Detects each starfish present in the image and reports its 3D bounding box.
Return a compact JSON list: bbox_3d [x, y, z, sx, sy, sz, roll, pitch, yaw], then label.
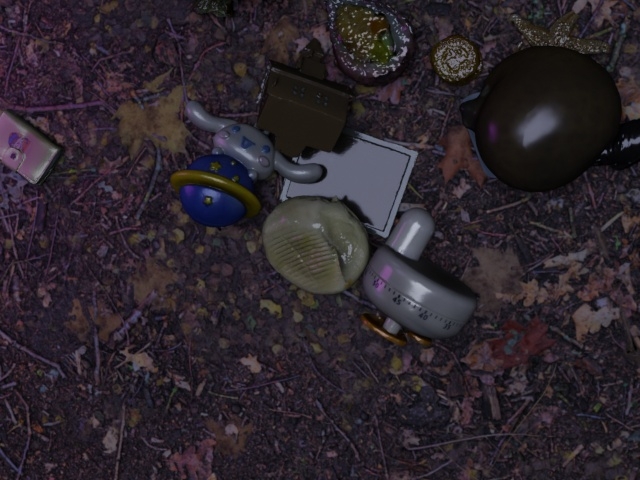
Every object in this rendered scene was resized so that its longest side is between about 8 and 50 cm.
[{"bbox_3d":[0.468,-0.393,1.880,0.209,0.053,0.150,34,94,8],"label":"starfish"}]

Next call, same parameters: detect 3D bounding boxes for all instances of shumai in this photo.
[{"bbox_3d":[-0.220,-0.498,1.992,0.080,0.083,0.082,36,131,-24],"label":"shumai"}]

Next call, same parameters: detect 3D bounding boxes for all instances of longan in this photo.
[{"bbox_3d":[0.415,-0.233,1.792,0.300,0.243,0.300,-7,48,8],"label":"longan"}]

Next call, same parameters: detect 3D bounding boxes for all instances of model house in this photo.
[{"bbox_3d":[-0.033,-0.313,1.928,0.180,0.176,0.248,19,55,-12],"label":"model house"}]

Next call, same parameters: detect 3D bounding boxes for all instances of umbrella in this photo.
[{"bbox_3d":[0.668,-0.214,1.847,0.357,0.106,0.113,-18,81,18],"label":"umbrella"}]

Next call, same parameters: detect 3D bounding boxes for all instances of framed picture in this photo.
[{"bbox_3d":[0.057,-0.134,1.984,0.252,0.014,0.197,20,97,8],"label":"framed picture"}]

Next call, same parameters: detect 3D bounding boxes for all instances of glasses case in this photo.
[{"bbox_3d":[0.339,-0.214,1.915,0.067,0.045,0.179,-21,89,9],"label":"glasses case"}]

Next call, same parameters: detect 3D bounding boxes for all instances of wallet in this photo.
[{"bbox_3d":[-0.658,-0.204,2.089,0.155,0.039,0.110,36,95,5],"label":"wallet"}]

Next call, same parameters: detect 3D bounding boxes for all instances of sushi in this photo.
[{"bbox_3d":[0.079,-0.409,1.916,0.241,0.107,0.161,30,96,13],"label":"sushi"}]

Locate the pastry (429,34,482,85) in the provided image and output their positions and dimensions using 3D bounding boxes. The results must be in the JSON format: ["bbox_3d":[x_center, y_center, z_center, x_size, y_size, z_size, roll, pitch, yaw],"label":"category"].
[{"bbox_3d":[0.276,-0.366,1.911,0.109,0.057,0.097,26,99,8],"label":"pastry"}]

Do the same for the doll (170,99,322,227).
[{"bbox_3d":[-0.160,-0.127,1.958,0.310,0.160,0.243,14,55,-2],"label":"doll"}]

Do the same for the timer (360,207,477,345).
[{"bbox_3d":[0.204,0.078,1.864,0.233,0.233,0.240,30,101,7],"label":"timer"}]

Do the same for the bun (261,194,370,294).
[{"bbox_3d":[0.000,0.000,1.938,0.229,0.145,0.229,19,137,19],"label":"bun"}]
